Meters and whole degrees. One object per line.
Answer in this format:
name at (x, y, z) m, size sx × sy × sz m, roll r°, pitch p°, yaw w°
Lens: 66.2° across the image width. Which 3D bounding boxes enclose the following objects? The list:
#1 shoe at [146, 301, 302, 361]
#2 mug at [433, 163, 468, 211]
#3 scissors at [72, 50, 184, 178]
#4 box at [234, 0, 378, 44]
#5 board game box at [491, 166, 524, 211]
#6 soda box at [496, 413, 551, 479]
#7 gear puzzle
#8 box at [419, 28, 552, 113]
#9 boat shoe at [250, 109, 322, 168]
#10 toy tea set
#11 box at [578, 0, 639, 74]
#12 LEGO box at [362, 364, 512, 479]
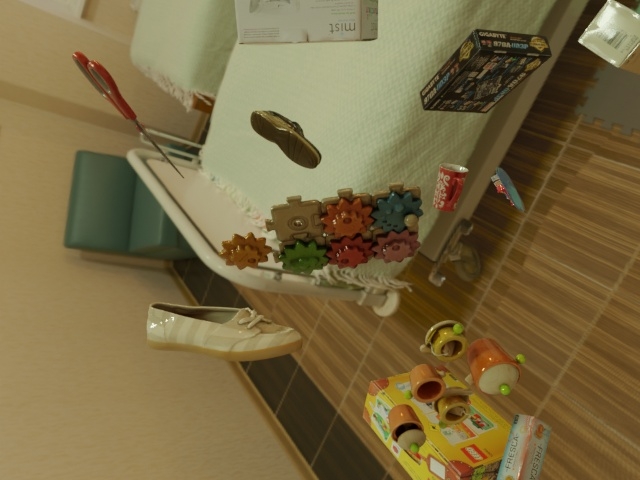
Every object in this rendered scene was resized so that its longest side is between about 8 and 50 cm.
shoe at (-0.131, 0.116, 0.643) m, size 0.219 × 0.076 × 0.058 m, roll 1°, pitch 97°, yaw 13°
mug at (0.502, -0.202, 1.930) m, size 0.113 × 0.150 × 0.169 m, roll 16°, pitch 115°, yaw 16°
scissors at (-0.375, -0.242, 0.978) m, size 0.109 × 0.297 × 0.021 m, roll 24°, pitch 66°, yaw 39°
box at (-0.028, -0.499, 0.936) m, size 0.262 × 0.127 × 0.231 m, roll 6°, pitch 115°, yaw 21°
board game box at (0.606, -0.160, 1.600) m, size 0.033 × 0.133 × 0.168 m, roll -31°, pitch 74°, yaw 33°
soda box at (0.451, 0.487, 1.093) m, size 0.183 × 0.058 × 0.063 m, roll -62°, pitch 16°, yaw -22°
gear puzzle at (0.000, 0.000, 0.800) m, size 0.175 × 0.339 × 0.044 m, roll 82°, pitch 180°, yaw -47°
box at (0.341, -0.350, 1.044) m, size 0.220 × 0.175 × 0.051 m, roll 135°, pitch 129°, yaw -65°
boat shoe at (-0.051, -0.180, 0.834) m, size 0.152 × 0.049 × 0.056 m, roll 40°, pitch 141°, yaw 15°
toy tea set at (0.275, 0.332, 1.028) m, size 0.124 × 0.200 × 0.336 m, roll -105°, pitch 33°, yaw -59°
box at (0.865, -0.545, 1.350) m, size 0.148 × 0.311 × 0.121 m, roll 55°, pitch 132°, yaw 30°
LEGO box at (0.457, 0.709, 1.820) m, size 0.500 × 0.373 × 0.193 m, roll 39°, pitch 126°, yaw 53°
